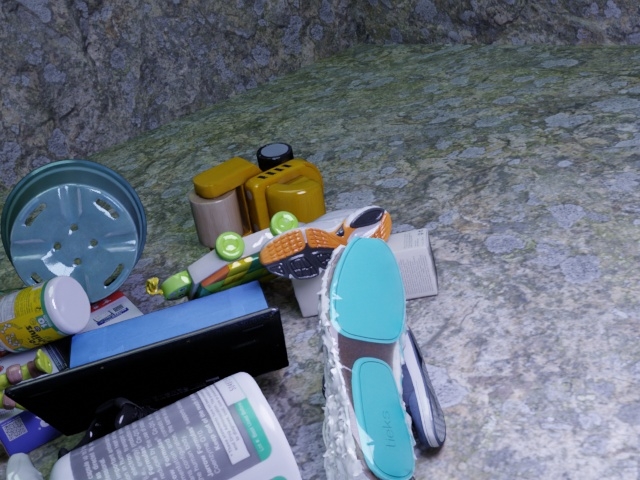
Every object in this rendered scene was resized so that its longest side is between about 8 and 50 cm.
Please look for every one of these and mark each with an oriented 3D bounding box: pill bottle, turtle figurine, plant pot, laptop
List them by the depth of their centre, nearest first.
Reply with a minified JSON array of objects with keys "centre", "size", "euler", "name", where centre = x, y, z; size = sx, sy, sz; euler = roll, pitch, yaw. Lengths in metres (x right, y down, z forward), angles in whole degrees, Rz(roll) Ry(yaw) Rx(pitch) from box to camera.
[{"centre":[-0.217,0.334,0.958],"size":[0.361,0.204,0.204],"euler":[-23,25,-16],"name":"pill bottle"},{"centre":[-0.268,0.144,1.228],"size":[0.381,0.408,0.236],"euler":[-17,65,-7],"name":"laptop"},{"centre":[-0.572,0.272,1.260],"size":[0.217,0.087,0.270],"euler":[-12,35,-1],"name":"turtle figurine"},{"centre":[-0.570,0.152,1.462],"size":[0.208,0.118,0.118],"euler":[-19,23,17],"name":"pill bottle"},{"centre":[-0.547,-0.009,1.669],"size":[0.341,0.341,0.334],"euler":[-23,14,-15],"name":"plant pot"}]

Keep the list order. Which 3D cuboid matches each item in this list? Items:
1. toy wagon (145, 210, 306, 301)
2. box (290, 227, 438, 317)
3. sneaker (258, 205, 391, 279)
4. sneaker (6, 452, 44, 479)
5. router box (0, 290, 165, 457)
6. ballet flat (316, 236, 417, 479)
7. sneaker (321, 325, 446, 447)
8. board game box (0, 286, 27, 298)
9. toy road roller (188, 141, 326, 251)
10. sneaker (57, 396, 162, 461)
[{"centre":[-0.184,0.058,1.512],"size":[0.344,0.068,0.267],"euler":[-22,-16,-24],"name":"toy wagon"},{"centre":[0.086,0.064,1.462],"size":[0.275,0.113,0.094],"euler":[-10,25,12],"name":"box"},{"centre":[0.000,0.000,1.426],"size":[0.262,0.099,0.121],"euler":[-16,15,-19],"name":"sneaker"},{"centre":[-0.425,0.398,1.134],"size":[0.094,0.080,0.212],"euler":[-12,28,-20],"name":"sneaker"},{"centre":[-0.489,0.247,1.468],"size":[0.335,0.082,0.301],"euler":[-28,26,-24],"name":"router box"},{"centre":[0.044,0.178,1.054],"size":[0.146,0.147,0.409],"euler":[-10,49,13],"name":"ballet flat"},{"centre":[0.090,0.241,1.118],"size":[0.163,0.086,0.226],"euler":[-23,32,6],"name":"sneaker"},{"centre":[-0.868,0.201,1.758],"size":[0.317,0.066,0.319],"euler":[-8,13,18],"name":"board game box"},{"centre":[-0.132,-0.087,1.827],"size":[0.329,0.203,0.240],"euler":[-28,37,-28],"name":"toy road roller"},{"centre":[-0.267,0.294,1.126],"size":[0.102,0.146,0.293],"euler":[6,24,40],"name":"sneaker"}]
